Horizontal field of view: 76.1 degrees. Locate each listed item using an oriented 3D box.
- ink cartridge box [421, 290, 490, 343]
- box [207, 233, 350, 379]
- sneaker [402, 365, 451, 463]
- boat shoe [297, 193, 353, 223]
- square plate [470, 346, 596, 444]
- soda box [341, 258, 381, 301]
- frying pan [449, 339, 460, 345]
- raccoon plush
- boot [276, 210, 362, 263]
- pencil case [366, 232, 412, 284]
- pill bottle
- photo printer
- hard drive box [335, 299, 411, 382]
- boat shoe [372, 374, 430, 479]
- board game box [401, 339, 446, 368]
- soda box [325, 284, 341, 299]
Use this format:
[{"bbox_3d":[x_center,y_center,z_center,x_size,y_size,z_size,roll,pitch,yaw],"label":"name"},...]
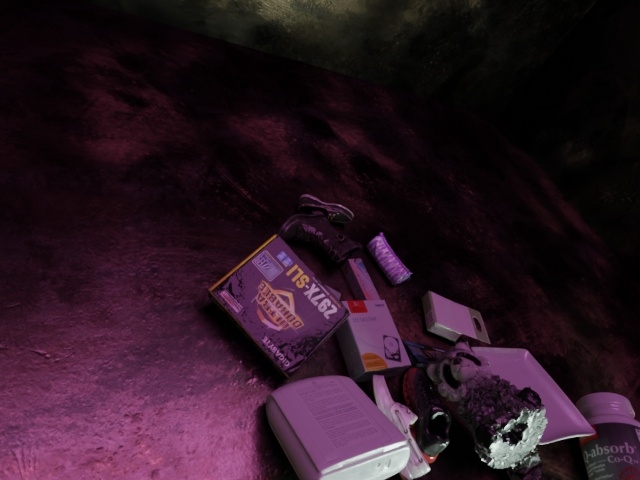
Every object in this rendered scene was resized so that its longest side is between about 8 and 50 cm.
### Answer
[{"bbox_3d":[0.500,0.298,1.523,0.234,0.056,0.171,24,34,-11],"label":"ink cartridge box"},{"bbox_3d":[-0.114,0.181,1.158,0.257,0.079,0.322,-41,87,-26],"label":"box"},{"bbox_3d":[0.314,0.487,1.195,0.097,0.135,0.276,17,43,-16],"label":"sneaker"},{"bbox_3d":[0.019,-0.107,1.601,0.227,0.081,0.069,18,47,-7],"label":"boat shoe"},{"bbox_3d":[0.704,0.514,1.382,0.346,0.049,0.344,11,33,-32],"label":"square plate"},{"bbox_3d":[0.142,0.154,1.450,0.062,0.058,0.183,-2,54,-33],"label":"soda box"},{"bbox_3d":[0.546,0.467,1.415,0.326,0.053,0.197,32,32,11],"label":"frying pan"},{"bbox_3d":[0.467,0.526,1.217,0.215,0.447,0.299,-19,27,-17],"label":"raccoon plush"},{"bbox_3d":[0.000,0.000,1.446,0.262,0.091,0.229,-23,57,-39],"label":"boot"},{"bbox_3d":[0.264,0.076,1.576,0.086,0.088,0.206,-14,59,-42],"label":"pencil case"},{"bbox_3d":[0.984,0.714,1.349,0.210,0.210,0.363,26,42,-9],"label":"pill bottle"},{"bbox_3d":[0.022,0.446,0.986,0.255,0.107,0.307,-2,18,-30],"label":"photo printer"},{"bbox_3d":[0.152,0.311,1.290,0.180,0.089,0.232,2,50,-31],"label":"hard drive box"},{"bbox_3d":[0.222,0.501,1.131,0.098,0.096,0.277,51,17,-64],"label":"boat shoe"},{"bbox_3d":[0.367,0.388,1.355,0.186,0.026,0.126,16,13,-19],"label":"board game box"},{"bbox_3d":[-0.085,0.156,1.281,0.286,0.091,0.098,29,44,-6],"label":"soda box"}]
